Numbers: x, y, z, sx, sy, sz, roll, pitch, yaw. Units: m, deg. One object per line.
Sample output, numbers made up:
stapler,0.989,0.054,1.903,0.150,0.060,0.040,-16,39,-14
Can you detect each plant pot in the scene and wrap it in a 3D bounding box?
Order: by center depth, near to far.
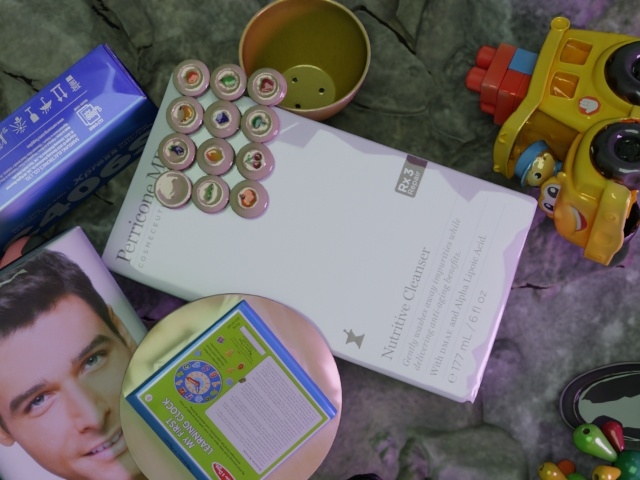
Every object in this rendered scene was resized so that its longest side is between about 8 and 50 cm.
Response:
plant pot,-0.017,-0.176,1.222,0.134,0.095,0.134,0,71,-1

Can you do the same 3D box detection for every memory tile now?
memory tile,-0.097,-0.098,1.111,0.113,0.012,0.148,8,85,5

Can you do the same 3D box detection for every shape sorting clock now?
shape sorting clock,-0.082,0.150,1.077,0.206,0.040,0.206,-1,94,-14

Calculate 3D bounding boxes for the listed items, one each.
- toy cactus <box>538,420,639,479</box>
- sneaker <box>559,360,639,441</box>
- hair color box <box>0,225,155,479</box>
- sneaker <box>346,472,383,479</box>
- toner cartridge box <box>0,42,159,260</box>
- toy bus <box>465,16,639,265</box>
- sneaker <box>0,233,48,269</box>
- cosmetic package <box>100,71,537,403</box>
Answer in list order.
toy cactus,0.321,0.270,1.149,0.180,0.112,0.219,-17,92,9
sneaker,0.355,0.161,1.156,0.222,0.118,0.083,-1,83,3
hair color box,-0.215,0.192,1.115,0.185,0.113,0.374,-35,100,-19
sneaker,0.072,0.330,1.177,0.087,0.130,0.228,-25,110,-5
toner cartridge box,-0.320,-0.050,1.197,0.348,0.165,0.075,-39,83,-1
toy bus,0.241,-0.113,1.163,0.211,0.149,0.220,18,63,10
sneaker,-0.387,0.121,1.205,0.136,0.116,0.314,26,86,7
cosmetic package,0.000,0.000,1.177,0.384,0.156,0.217,18,86,4
